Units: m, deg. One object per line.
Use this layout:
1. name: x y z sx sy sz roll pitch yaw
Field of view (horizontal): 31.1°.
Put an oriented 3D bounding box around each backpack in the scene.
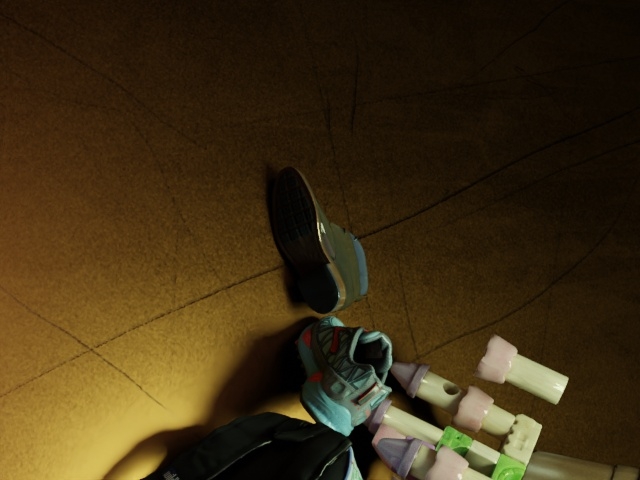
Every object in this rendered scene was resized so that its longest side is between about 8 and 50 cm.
1. backpack: -0.061 0.344 1.371 0.263 0.277 0.213 -50 134 -23

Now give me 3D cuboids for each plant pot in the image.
1. plant pot: 0.373 0.384 1.666 0.167 0.165 0.167 15 90 -71

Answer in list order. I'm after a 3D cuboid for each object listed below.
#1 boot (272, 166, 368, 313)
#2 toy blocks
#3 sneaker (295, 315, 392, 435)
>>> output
1. boot: 0.000 0.000 1.654 0.106 0.082 0.219 0 70 -58
2. toy blocks: 0.146 0.302 1.592 0.260 0.309 0.288 25 44 10
3. sneaker: 0.046 0.165 1.526 0.104 0.125 0.262 49 12 -20
